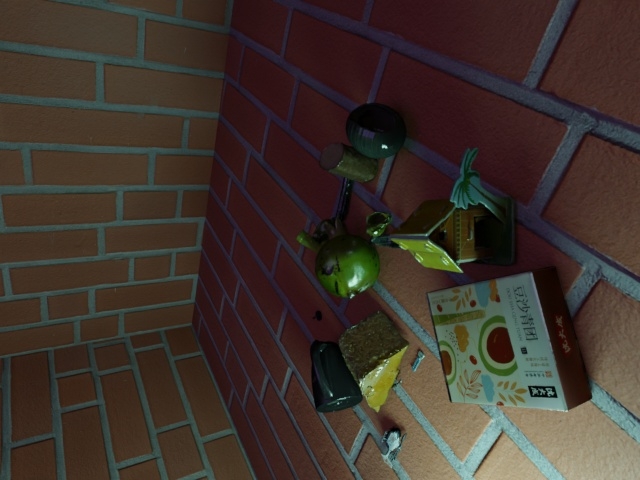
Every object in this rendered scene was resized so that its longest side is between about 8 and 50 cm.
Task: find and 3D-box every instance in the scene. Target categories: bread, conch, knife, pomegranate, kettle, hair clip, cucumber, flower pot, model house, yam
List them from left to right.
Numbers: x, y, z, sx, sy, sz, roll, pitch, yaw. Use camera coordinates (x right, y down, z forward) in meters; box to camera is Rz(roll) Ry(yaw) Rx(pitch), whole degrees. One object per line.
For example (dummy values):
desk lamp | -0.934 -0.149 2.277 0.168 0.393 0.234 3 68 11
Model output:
kettle | 0.041 0.573 1.942 0.207 0.268 0.291 -24 57 16
pomegranate | 0.093 0.068 1.783 0.260 0.260 0.341 -46 60 50
cucumber | 0.109 -0.205 1.913 0.044 0.043 0.257 34 122 45
yam | 0.118 -0.300 1.721 0.128 0.238 0.129 -57 48 24
flower pot | 0.199 -0.395 1.609 0.243 0.189 0.157 40 167 42
conch | 0.219 -0.067 1.725 0.121 0.074 0.089 -38 93 30
bread | 0.236 0.485 1.786 0.248 0.279 0.315 50 176 43
hair clip | 0.266 -0.001 1.696 0.229 0.036 0.066 -2 92 61
knife | 0.356 0.447 1.638 0.027 0.010 0.096 50 134 43
model house | 0.343 -0.082 1.296 0.300 0.323 0.341 4 98 57

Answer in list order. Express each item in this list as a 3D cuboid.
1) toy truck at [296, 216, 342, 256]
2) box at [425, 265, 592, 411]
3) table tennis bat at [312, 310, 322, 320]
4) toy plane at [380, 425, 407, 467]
toy truck | 0.019 0.009 1.953 0.187 0.210 0.148 50 137 17
box | 0.508 0.282 1.270 0.385 0.122 0.345 -26 72 56
table tennis bat | -0.016 0.378 2.220 0.083 0.007 0.050 -37 63 52
toy plane | 0.283 0.811 1.767 0.078 0.053 0.197 36 120 39
